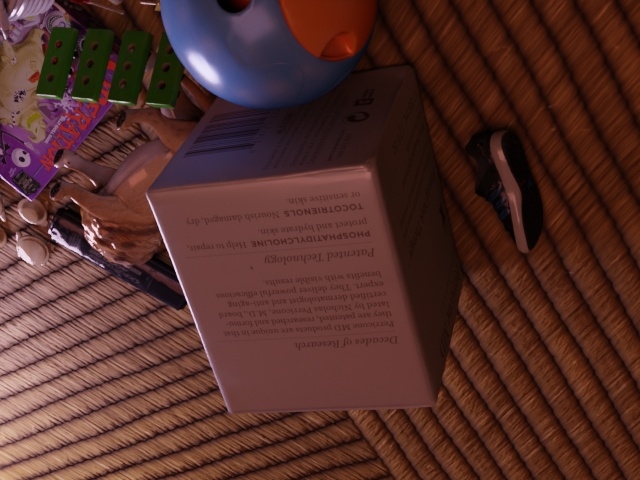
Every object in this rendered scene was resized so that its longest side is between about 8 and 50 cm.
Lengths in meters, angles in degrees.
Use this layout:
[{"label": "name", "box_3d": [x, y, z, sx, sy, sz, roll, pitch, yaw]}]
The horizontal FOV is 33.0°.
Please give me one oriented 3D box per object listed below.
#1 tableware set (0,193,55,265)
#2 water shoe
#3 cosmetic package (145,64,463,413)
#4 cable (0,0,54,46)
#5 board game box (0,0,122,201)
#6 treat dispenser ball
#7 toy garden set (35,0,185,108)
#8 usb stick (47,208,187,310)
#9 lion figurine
[{"label": "tableware set", "box_3d": [-0.552, -0.027, 1.928, 0.169, 0.020, 0.141, 16, 127, 4]}, {"label": "water shoe", "box_3d": [0.279, -0.076, 1.636, 0.080, 0.073, 0.203, 3, 121, 40]}, {"label": "cosmetic package", "box_3d": [0.000, 0.000, 1.595, 0.327, 0.329, 0.393, -6, 121, 19]}, {"label": "cable", "box_3d": [-0.447, -0.437, 1.511, 0.257, 0.089, 0.257, 55, 142, 28]}, {"label": "board game box", "box_3d": [-0.458, -0.236, 1.750, 0.208, 0.056, 0.347, 38, 124, -15]}, {"label": "treat dispenser ball", "box_3d": [-0.066, -0.318, 1.432, 0.288, 0.288, 0.288, 8, 124, 11]}, {"label": "toy garden set", "box_3d": [-0.286, -0.295, 1.585, 0.244, 0.049, 0.203, 8, 81, 27]}, {"label": "usb stick", "box_3d": [-0.345, 0.034, 1.893, 0.278, 0.045, 0.077, 29, 132, -4]}, {"label": "lion figurine", "box_3d": [-0.267, -0.114, 1.713, 0.392, 0.142, 0.240, -39, 131, 26]}]
